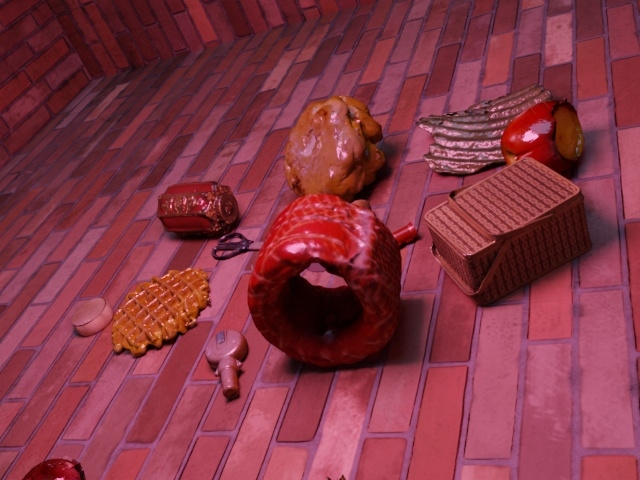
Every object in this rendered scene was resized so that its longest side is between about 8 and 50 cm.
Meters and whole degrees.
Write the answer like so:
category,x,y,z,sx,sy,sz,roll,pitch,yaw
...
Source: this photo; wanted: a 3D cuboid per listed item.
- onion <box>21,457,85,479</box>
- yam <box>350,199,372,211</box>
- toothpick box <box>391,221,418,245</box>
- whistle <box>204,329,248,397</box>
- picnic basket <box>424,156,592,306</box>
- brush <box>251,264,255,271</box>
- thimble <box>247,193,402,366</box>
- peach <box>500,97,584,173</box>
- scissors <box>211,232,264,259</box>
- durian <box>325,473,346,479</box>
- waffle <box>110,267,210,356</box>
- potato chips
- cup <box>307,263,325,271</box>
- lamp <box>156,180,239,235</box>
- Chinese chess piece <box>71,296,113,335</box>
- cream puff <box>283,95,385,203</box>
category,x,y,z,sx,sy,sz,roll,pitch,yaw
onion,-0.583,0.537,1.506,0.183,0.147,0.184,-18,46,21
yam,0.113,0.005,1.861,0.081,0.081,0.357,-19,32,9
toothpick box,0.206,-0.009,1.843,0.083,0.047,0.047,-27,33,-2
whistle,-0.223,0.284,1.705,0.107,0.057,0.220,-22,35,3
picnic basket,0.412,-0.028,1.615,0.312,0.175,0.228,-28,33,-4
brush,-0.161,0.121,1.917,0.030,0.033,0.178,-12,33,-6
thimble,0.014,0.093,1.569,0.350,0.350,0.231,-10,35,22
peach,0.579,-0.260,1.825,0.226,0.196,0.190,-29,66,-3
scissors,-0.191,0.016,2.094,0.299,0.022,0.109,0,44,32
durian,0.036,0.513,1.203,0.140,0.078,0.224,-5,47,9
waffle,-0.446,0.188,1.982,0.329,0.062,0.329,-17,33,11
potato chips,0.479,-0.339,2.084,0.389,0.097,0.373,-18,35,14
cup,-0.011,0.000,1.885,0.134,0.142,0.174,-10,36,21
lamp,-0.386,-0.100,2.251,0.273,0.177,0.177,1,41,35
Chinese chess piece,-0.663,0.222,2.088,0.122,0.051,0.122,-18,35,13
cream puff,0.063,-0.251,2.124,0.291,0.257,0.325,-40,57,46
